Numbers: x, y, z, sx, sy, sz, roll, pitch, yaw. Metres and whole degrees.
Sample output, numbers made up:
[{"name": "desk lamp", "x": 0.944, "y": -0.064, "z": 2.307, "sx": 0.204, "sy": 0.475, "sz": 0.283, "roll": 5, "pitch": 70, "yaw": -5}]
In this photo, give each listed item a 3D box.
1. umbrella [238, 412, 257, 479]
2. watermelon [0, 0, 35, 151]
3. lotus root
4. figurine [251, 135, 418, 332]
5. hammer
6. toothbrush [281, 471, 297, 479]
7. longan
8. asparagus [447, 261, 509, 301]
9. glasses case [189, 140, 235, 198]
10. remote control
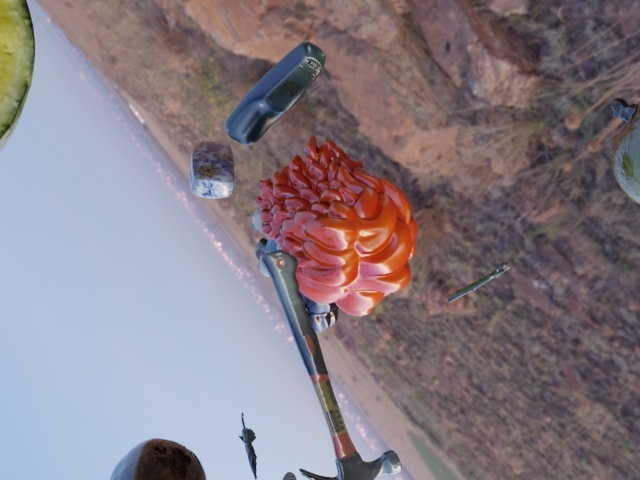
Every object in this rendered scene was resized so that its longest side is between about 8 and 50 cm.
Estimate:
[{"name": "umbrella", "x": -0.169, "y": 0.499, "z": 1.672, "sx": 0.269, "sy": 0.044, "sz": 0.044, "roll": -124, "pitch": 33, "yaw": -67}, {"name": "watermelon", "x": -0.445, "y": -0.162, "z": 0.656, "sx": 0.331, "sy": 0.330, "sz": 0.189, "roll": 53, "pitch": 151, "yaw": -5}, {"name": "lotus root", "x": -0.190, "y": 0.297, "z": 0.823, "sx": 0.120, "sy": 0.120, "sz": 0.209, "roll": 54, "pitch": 179, "yaw": -10}, {"name": "figurine", "x": -0.004, "y": 0.009, "z": 1.204, "sx": 0.412, "sy": 0.241, "sz": 0.306, "roll": 133, "pitch": 137, "yaw": -56}, {"name": "hammer", "x": -0.003, "y": 0.147, "z": 0.786, "sx": 0.033, "sy": 0.111, "sz": 0.288, "roll": 163, "pitch": 88, "yaw": -75}, {"name": "toothbrush", "x": -0.053, "y": 0.409, "z": 0.806, "sx": 0.028, "sy": 0.037, "sz": 0.375, "roll": 26, "pitch": -157, "yaw": -9}, {"name": "longan", "x": 0.403, "y": -0.114, "z": 0.795, "sx": 0.176, "sy": 0.155, "sz": 0.145, "roll": 50, "pitch": -160, "yaw": 25}, {"name": "asparagus", "x": 0.261, "y": 0.069, "z": 1.150, "sx": 0.018, "sy": 0.127, "sz": 0.015, "roll": 25, "pitch": -136, "yaw": -33}, {"name": "glasses case", "x": -0.213, "y": -0.143, "z": 1.365, "sx": 0.248, "sy": 0.086, "sz": 0.065, "roll": -110, "pitch": 23, "yaw": -63}, {"name": "remote control", "x": -0.077, "y": -0.246, "z": 1.184, "sx": 0.072, "sy": 0.222, "sz": 0.042, "roll": 25, "pitch": -146, "yaw": -39}]
